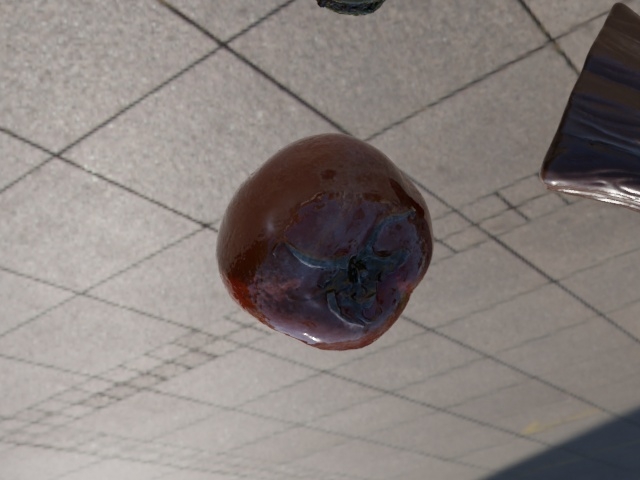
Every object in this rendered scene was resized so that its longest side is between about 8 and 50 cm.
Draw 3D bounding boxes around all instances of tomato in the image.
[{"bbox_3d":[0.002,-0.004,0.911,0.232,0.188,0.232,-13,115,-29],"label":"tomato"}]

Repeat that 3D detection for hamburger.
[{"bbox_3d":[0.029,-0.231,0.741,0.076,0.083,0.044,16,168,13],"label":"hamburger"}]

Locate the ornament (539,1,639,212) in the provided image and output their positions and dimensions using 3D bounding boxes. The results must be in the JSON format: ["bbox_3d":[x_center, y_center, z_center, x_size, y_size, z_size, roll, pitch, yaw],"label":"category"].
[{"bbox_3d":[0.380,-0.111,0.946,0.217,0.235,0.221,25,158,18],"label":"ornament"}]
